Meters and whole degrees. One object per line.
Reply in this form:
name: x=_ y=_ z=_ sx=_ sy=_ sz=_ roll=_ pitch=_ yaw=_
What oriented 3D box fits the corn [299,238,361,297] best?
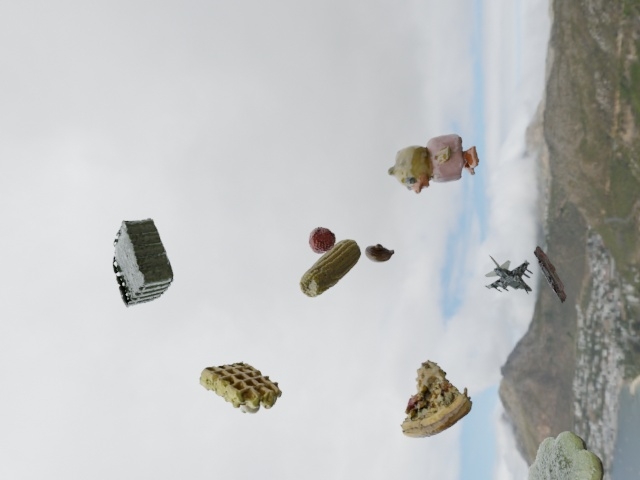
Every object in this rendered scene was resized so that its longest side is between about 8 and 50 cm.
corn: x=0.043 y=0.097 z=1.627 sx=0.363 sy=0.120 sz=0.121 roll=-36 pitch=-57 yaw=-48

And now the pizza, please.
pizza: x=0.393 y=0.511 z=1.446 sx=0.074 sy=0.251 sz=0.288 roll=41 pitch=-129 yaw=-22

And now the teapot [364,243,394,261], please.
teapot: x=0.259 y=0.049 z=1.914 sx=0.098 sy=0.128 sz=0.078 roll=-81 pitch=-1 yaw=-59

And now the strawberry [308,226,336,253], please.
strawberry: x=0.000 y=0.000 z=1.253 sx=0.096 sy=0.083 sz=0.083 roll=-25 pitch=-66 yaw=-56

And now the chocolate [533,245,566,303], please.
chocolate: x=0.711 y=0.101 z=1.346 sx=0.086 sy=0.028 sz=0.183 roll=-19 pitch=-97 yaw=-50

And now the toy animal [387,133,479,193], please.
toy animal: x=0.363 y=-0.254 z=1.443 sx=0.195 sy=0.281 sz=0.169 roll=56 pitch=-164 yaw=-71

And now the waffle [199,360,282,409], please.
waffle: x=-0.204 y=0.397 z=1.183 sx=0.160 sy=0.210 sz=0.055 roll=10 pitch=-85 yaw=-52

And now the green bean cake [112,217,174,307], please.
green bean cake: x=-0.613 y=0.074 z=1.486 sx=0.132 sy=0.241 sz=0.255 roll=-11 pitch=-113 yaw=-40

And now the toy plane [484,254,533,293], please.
toy plane: x=0.629 y=0.131 z=1.418 sx=0.234 sy=0.160 sz=0.082 roll=35 pitch=-147 yaw=-20

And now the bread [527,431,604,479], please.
bread: x=0.628 y=0.600 z=1.128 sx=0.286 sy=0.056 sz=0.208 roll=109 pitch=-179 yaw=-72

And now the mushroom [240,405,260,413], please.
mushroom: x=-0.245 y=0.560 z=1.497 sx=0.068 sy=0.083 sz=0.083 roll=-56 pitch=-32 yaw=2
